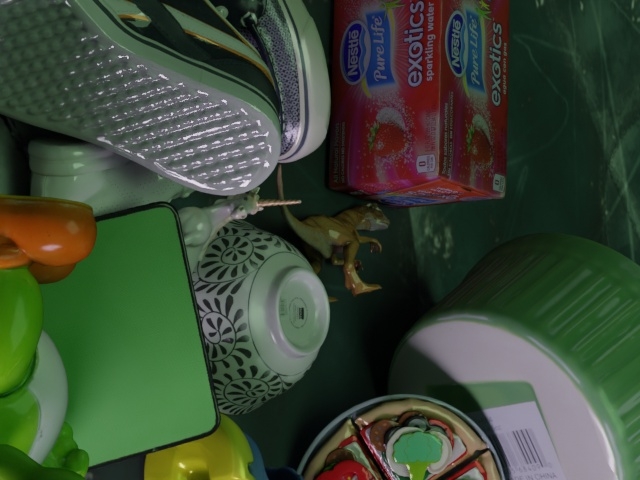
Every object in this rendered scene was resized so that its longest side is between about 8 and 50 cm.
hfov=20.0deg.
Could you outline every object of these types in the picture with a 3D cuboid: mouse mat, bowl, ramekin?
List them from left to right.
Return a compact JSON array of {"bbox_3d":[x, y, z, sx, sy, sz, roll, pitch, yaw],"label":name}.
[{"bbox_3d":[-0.162,0.076,1.367,0.153,0.007,0.189,-14,102,-17],"label":"mouse mat"},{"bbox_3d":[-0.045,0.061,1.536,0.170,0.080,0.170,11,76,-52],"label":"bowl"},{"bbox_3d":[0.206,0.159,1.685,0.148,0.303,0.303,-31,111,-42],"label":"ramekin"}]

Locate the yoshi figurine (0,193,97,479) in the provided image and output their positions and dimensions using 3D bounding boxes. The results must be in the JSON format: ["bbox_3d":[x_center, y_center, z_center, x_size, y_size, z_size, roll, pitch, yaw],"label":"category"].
[{"bbox_3d":[-0.194,0.158,1.233,0.203,0.203,0.362,18,73,-53],"label":"yoshi figurine"}]

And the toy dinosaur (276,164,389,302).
[{"bbox_3d":[0.000,0.000,1.628,0.211,0.064,0.112,3,69,-66],"label":"toy dinosaur"}]

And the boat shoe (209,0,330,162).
[{"bbox_3d":[-0.116,-0.204,1.456,0.158,0.127,0.340,-30,102,-43],"label":"boat shoe"}]

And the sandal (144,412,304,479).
[{"bbox_3d":[-0.061,0.298,1.457,0.138,0.126,0.317,13,77,-56],"label":"sandal"}]

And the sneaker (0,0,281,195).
[{"bbox_3d":[-0.175,-0.149,1.340,0.321,0.126,0.127,30,29,-22],"label":"sneaker"}]

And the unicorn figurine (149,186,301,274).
[{"bbox_3d":[-0.109,0.008,1.434,0.060,0.162,0.111,50,31,15],"label":"unicorn figurine"}]

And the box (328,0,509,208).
[{"bbox_3d":[0.094,-0.166,1.705,0.123,0.128,0.256,14,75,-51],"label":"box"}]

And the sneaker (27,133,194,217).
[{"bbox_3d":[-0.148,-0.040,1.430,0.212,0.080,0.094,-9,106,-48],"label":"sneaker"}]

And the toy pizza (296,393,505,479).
[{"bbox_3d":[0.072,0.237,1.611,0.201,0.032,0.201,-1,94,-13],"label":"toy pizza"}]
